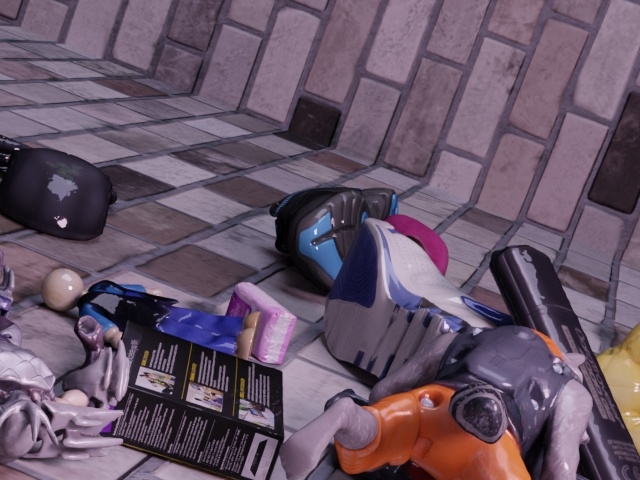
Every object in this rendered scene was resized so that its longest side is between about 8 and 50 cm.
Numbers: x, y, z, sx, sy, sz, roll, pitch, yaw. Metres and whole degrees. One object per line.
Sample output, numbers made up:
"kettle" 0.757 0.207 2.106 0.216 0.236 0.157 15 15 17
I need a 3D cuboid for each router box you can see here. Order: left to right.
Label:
"router box" -0.095 0.119 1.239 0.133 0.046 0.179 19 9 -5

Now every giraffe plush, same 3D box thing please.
"giraffe plush" 0.333 0.154 1.689 0.210 0.181 0.170 -13 -6 8

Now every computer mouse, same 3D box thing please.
"computer mouse" -0.293 -0.070 1.806 0.188 0.072 0.272 18 10 -16

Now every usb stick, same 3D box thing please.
"usb stick" 0.223 0.122 1.475 0.077 0.045 0.278 19 41 -46

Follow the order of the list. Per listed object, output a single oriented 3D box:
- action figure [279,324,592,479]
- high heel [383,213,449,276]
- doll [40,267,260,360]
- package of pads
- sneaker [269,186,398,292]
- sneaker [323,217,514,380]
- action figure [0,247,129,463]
"action figure" 0.156 0.155 1.201 0.341 0.178 0.330 21 19 11
"high heel" 0.086 0.036 1.859 0.117 0.082 0.244 25 31 -33
"doll" -0.149 0.064 1.429 0.189 0.046 0.129 14 19 0
"package of pads" -0.057 0.076 1.539 0.032 0.050 0.083 14 12 -34
"sneaker" 0.000 0.000 1.976 0.140 0.125 0.341 1 3 13
"sneaker" 0.130 0.106 1.598 0.182 0.127 0.315 20 16 -26
"action figure" -0.232 0.066 1.111 0.185 0.099 0.285 25 10 -32
